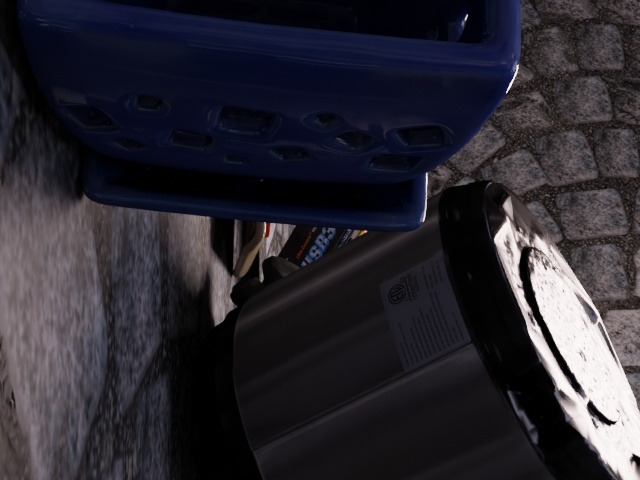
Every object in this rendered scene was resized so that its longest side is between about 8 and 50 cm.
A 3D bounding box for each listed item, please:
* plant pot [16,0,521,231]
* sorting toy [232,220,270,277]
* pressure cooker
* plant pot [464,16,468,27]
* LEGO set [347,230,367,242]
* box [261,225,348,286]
[{"bbox_3d":[-0.028,-0.138,0.651,0.212,0.235,0.236,101,-8,-61],"label":"plant pot"},{"bbox_3d":[-0.069,-0.090,1.331,0.307,0.041,0.229,128,-35,-77],"label":"sorting toy"},{"bbox_3d":[0.072,0.174,1.161,0.376,0.420,0.370,55,20,-15],"label":"pressure cooker"},{"bbox_3d":[0.010,-0.347,1.152,0.280,0.323,0.323,-142,-129,-71],"label":"plant pot"},{"bbox_3d":[0.042,0.035,1.575,0.182,0.060,0.244,-62,176,-16],"label":"LEGO set"},{"bbox_3d":[0.000,0.000,1.682,0.293,0.073,0.295,-60,177,1],"label":"box"}]
